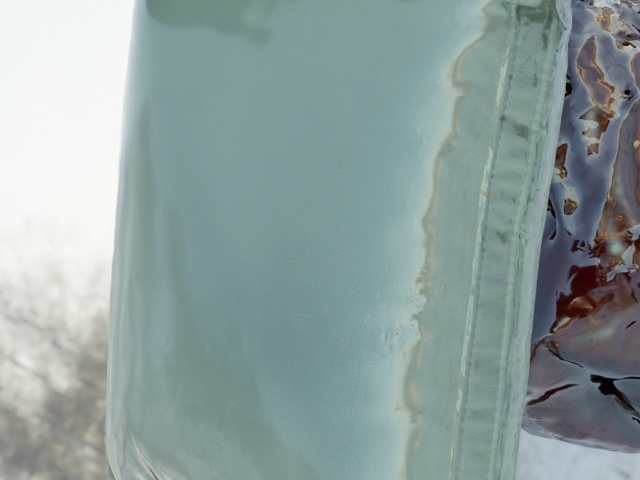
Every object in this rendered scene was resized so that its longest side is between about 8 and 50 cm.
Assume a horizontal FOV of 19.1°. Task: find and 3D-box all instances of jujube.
[{"bbox_3d":[0.211,-0.016,1.526,0.258,0.258,0.377,107,152,-66],"label":"jujube"}]

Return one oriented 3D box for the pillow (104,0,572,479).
[{"bbox_3d":[0.000,0.000,0.873,0.120,0.255,0.322,-8,-72,-44],"label":"pillow"}]
